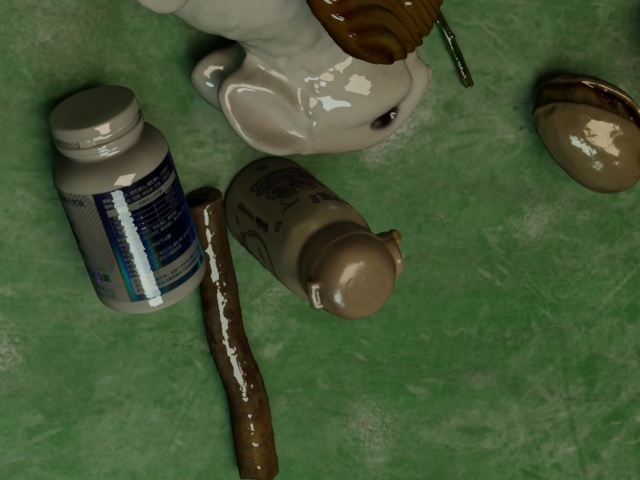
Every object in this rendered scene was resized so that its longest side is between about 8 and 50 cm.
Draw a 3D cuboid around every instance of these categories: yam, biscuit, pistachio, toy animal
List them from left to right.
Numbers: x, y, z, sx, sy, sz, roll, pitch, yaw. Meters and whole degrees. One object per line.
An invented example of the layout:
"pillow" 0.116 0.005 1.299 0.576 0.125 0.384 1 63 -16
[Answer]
"yam" -0.086 0.100 1.700 0.045 0.045 0.327 -33 127 -36
"toy animal" -0.037 -0.202 1.511 0.258 0.194 0.357 -42 134 -17
"biscuit" 0.046 -0.302 1.412 0.318 0.040 0.318 -4 94 -63
"pistachio" 0.278 -0.111 1.772 0.149 0.113 0.113 38 91 -21

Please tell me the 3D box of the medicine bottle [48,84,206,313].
"medicine bottle" -0.176 -0.037 1.546 0.107 0.107 0.191 -26 123 -16

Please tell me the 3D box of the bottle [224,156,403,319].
"bottle" 0.000 0.000 1.598 0.110 0.209 0.097 -23 122 -18

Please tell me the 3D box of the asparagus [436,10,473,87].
"asparagus" 0.115 -0.212 1.680 0.016 0.016 0.163 -27 126 7
